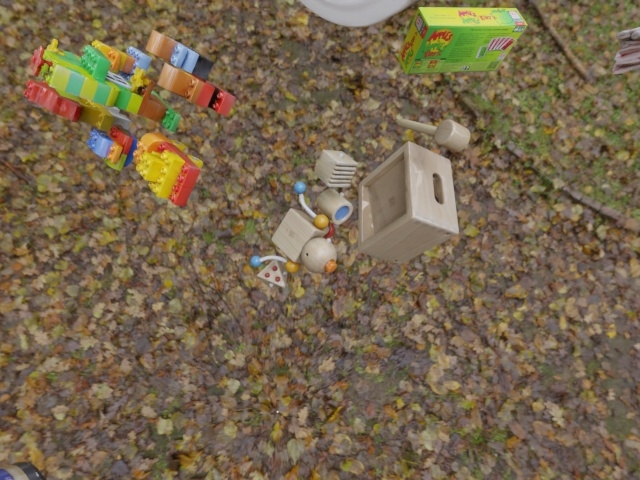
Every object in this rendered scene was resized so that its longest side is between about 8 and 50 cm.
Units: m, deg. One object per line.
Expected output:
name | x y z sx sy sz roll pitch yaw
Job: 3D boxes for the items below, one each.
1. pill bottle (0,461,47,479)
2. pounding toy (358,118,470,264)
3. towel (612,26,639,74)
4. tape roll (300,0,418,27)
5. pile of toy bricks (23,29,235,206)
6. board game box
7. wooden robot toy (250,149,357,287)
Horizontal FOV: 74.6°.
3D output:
pill bottle | -0.368 0.289 0.359 0.123 0.219 0.123 -4 83 31
pounding toy | 0.150 -0.089 0.610 0.094 0.206 0.181 17 60 -25
towel | 0.480 -0.232 0.317 0.332 0.317 0.053 -20 101 -1
tape roll | 0.036 -0.361 0.390 0.100 0.286 0.286 -38 76 -23
pile of toy bricks | -0.171 -0.120 0.331 0.212 0.105 0.118 39 108 35
board game box | 0.228 -0.324 0.685 0.181 0.092 0.043 -9 65 -17
wooden robot toy | 0.000 0.000 0.433 0.079 0.076 0.173 45 110 37
